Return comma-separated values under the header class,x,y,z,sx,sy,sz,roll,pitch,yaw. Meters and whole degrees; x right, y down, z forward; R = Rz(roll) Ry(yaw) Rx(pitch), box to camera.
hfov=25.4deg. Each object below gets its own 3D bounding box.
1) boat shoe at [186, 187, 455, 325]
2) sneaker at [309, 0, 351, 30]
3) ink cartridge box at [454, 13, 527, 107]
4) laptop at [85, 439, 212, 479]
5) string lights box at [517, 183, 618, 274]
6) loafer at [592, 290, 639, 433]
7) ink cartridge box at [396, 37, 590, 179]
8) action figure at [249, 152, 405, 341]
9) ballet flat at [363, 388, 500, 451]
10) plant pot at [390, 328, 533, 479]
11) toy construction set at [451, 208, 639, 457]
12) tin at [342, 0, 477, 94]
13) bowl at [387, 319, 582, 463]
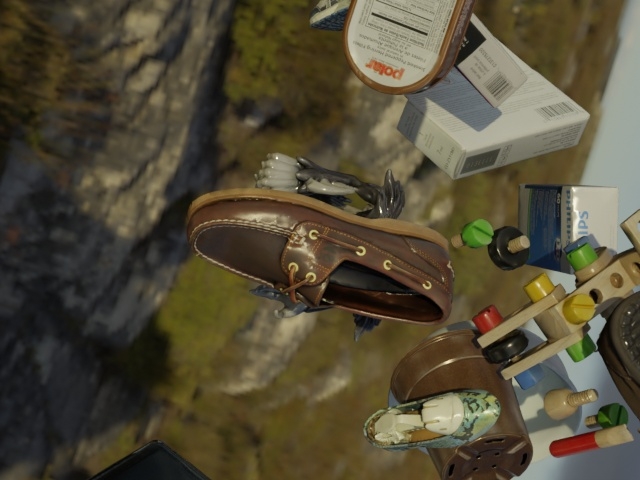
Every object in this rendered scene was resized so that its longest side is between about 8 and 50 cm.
class,x,y,z,sx,sy,sz,roll,pitch,yaw
boat shoe,0.002,0.015,1.052,0.073,0.207,0.073,111,-15,-51
sneaker,0.034,-0.245,1.370,0.135,0.052,0.058,-27,-115,50
ink cartridge box,0.128,-0.324,1.864,0.069,0.176,0.371,-42,-142,10
laptop,-0.153,0.376,1.832,0.382,0.236,0.408,-32,171,33
string lights box,0.379,-0.021,2.205,0.260,0.077,0.133,-161,-108,-80
loafer,0.445,0.215,1.637,0.134,0.366,0.130,-32,180,-14
ink cartridge box,0.217,-0.204,2.068,0.275,0.239,0.060,-17,139,-38
action figure,0.000,0.000,1.359,0.276,0.141,0.164,-146,-119,-75
ballet flat,0.128,0.220,1.719,0.188,0.070,0.070,-23,-152,38
plant pot,0.195,0.232,1.864,0.165,0.167,0.167,-110,-159,-43
toy construction set,0.352,0.102,1.773,0.237,0.258,0.308,-26,-109,55
tin,0.084,-0.221,1.270,0.040,0.106,0.189,-18,130,-62
bowl,0.259,0.217,2.224,0.297,0.298,0.134,99,1,-45
